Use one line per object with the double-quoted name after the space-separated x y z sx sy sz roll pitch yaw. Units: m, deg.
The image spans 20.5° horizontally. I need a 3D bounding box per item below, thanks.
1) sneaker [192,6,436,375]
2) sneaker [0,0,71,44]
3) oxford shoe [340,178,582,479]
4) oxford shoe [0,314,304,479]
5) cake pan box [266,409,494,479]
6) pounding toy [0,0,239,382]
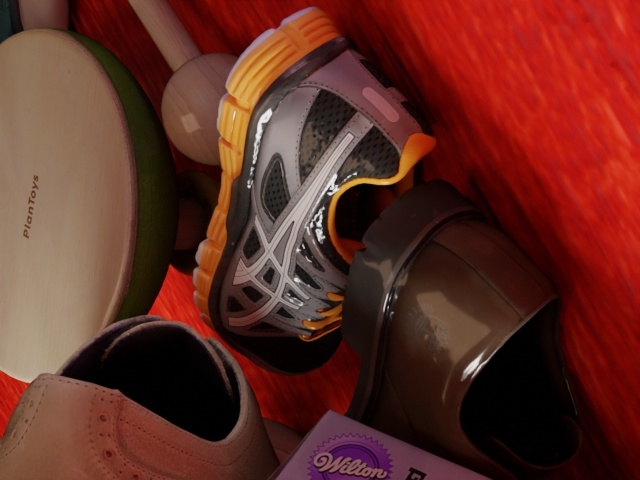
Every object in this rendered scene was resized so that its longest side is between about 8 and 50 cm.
0.000 0.000 0.774 0.083 0.084 0.215 37 150 23 "sneaker"
-0.196 -0.085 1.014 0.107 0.110 0.275 33 146 44 "sneaker"
0.061 0.086 0.754 0.096 0.083 0.227 37 150 30 "oxford shoe"
-0.055 0.110 0.847 0.397 0.140 0.146 -14 -67 -82 "oxford shoe"
0.098 0.216 0.756 0.246 0.070 0.267 22 142 26 "cake pan box"
-0.096 -0.037 0.922 0.237 0.110 0.183 -56 51 32 "pounding toy"
